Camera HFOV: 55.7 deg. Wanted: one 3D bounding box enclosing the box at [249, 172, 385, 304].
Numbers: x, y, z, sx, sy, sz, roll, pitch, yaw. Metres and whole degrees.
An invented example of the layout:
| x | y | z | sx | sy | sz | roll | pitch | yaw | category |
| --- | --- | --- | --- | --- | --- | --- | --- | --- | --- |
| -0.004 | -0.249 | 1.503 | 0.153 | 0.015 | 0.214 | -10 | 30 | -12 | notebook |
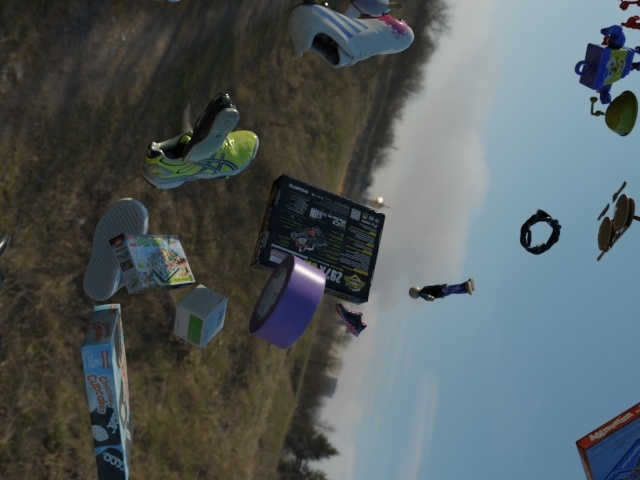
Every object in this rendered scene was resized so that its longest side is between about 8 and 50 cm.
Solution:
| x | y | z | sx | sy | sz | roll | pitch | yaw | category |
| --- | --- | --- | --- | --- | --- | --- | --- | --- | --- |
| 0.000 | 0.000 | 1.602 | 0.079 | 0.322 | 0.257 | -25 | -131 | 64 | box |

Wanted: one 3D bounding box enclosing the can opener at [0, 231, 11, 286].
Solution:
| x | y | z | sx | sy | sz | roll | pitch | yaw | category |
| --- | --- | --- | --- | --- | --- | --- | --- | --- | --- |
| -0.706 | 0.041 | 1.291 | 0.186 | 0.059 | 0.073 | -112 | -177 | -54 | can opener |

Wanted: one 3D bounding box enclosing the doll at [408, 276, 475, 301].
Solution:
| x | y | z | sx | sy | sz | roll | pitch | yaw | category |
| --- | --- | --- | --- | --- | --- | --- | --- | --- | --- |
| 0.346 | 0.144 | 1.748 | 0.129 | 0.189 | 0.046 | -31 | 108 | -62 | doll |

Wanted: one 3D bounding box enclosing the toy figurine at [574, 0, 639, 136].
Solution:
| x | y | z | sx | sy | sz | roll | pitch | yaw | category |
| --- | --- | --- | --- | --- | --- | --- | --- | --- | --- |
| 0.738 | -0.448 | 1.605 | 0.191 | 0.217 | 0.363 | -129 | -149 | -48 | toy figurine |

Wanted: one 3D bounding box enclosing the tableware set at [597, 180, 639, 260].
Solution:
| x | y | z | sx | sy | sz | roll | pitch | yaw | category |
| --- | --- | --- | --- | --- | --- | --- | --- | --- | --- |
| 0.702 | -0.039 | 1.428 | 0.194 | 0.039 | 0.128 | 79 | 21 | -65 | tableware set |

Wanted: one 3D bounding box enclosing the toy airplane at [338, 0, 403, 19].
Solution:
| x | y | z | sx | sy | sz | roll | pitch | yaw | category |
| --- | --- | --- | --- | --- | --- | --- | --- | --- | --- |
| 0.192 | -0.759 | 1.528 | 0.384 | 0.272 | 0.386 | -54 | 178 | -19 | toy airplane |

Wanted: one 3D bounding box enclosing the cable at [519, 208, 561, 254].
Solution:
| x | y | z | sx | sy | sz | roll | pitch | yaw | category |
| --- | --- | --- | --- | --- | --- | --- | --- | --- | --- |
| 0.778 | -0.019 | 2.134 | 0.047 | 0.184 | 0.151 | 26 | -94 | 56 | cable |

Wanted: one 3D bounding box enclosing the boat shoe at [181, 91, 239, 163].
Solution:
| x | y | z | sx | sy | sz | roll | pitch | yaw | category |
| --- | --- | --- | --- | --- | --- | --- | --- | --- | --- |
| -0.294 | -0.285 | 1.580 | 0.084 | 0.079 | 0.233 | -7 | 152 | -48 | boat shoe |

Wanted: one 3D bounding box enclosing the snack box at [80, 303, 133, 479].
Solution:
| x | y | z | sx | sy | sz | roll | pitch | yaw | category |
| --- | --- | --- | --- | --- | --- | --- | --- | --- | --- |
| -0.435 | 0.316 | 1.254 | 0.187 | 0.060 | 0.322 | -125 | -147 | -67 | snack box |

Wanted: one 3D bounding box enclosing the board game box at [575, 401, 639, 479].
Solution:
| x | y | z | sx | sy | sz | roll | pitch | yaw | category |
| --- | --- | --- | --- | --- | --- | --- | --- | --- | --- |
| 0.553 | 0.317 | 0.988 | 0.145 | 0.281 | 0.027 | 66 | -9 | -20 | board game box |

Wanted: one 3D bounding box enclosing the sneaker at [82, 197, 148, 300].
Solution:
| x | y | z | sx | sy | sz | roll | pitch | yaw | category |
| --- | --- | --- | --- | --- | --- | --- | --- | --- | --- |
| -0.538 | 0.008 | 1.632 | 0.321 | 0.126 | 0.127 | -57 | 180 | 24 | sneaker |

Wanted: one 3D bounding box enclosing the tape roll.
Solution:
| x | y | z | sx | sy | sz | roll | pitch | yaw | category |
| --- | --- | --- | --- | --- | --- | --- | --- | --- | --- |
| -0.072 | 0.130 | 1.291 | 0.189 | 0.080 | 0.189 | -55 | -164 | 23 | tape roll |

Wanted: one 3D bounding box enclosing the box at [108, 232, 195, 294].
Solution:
| x | y | z | sx | sy | sz | roll | pitch | yaw | category |
| --- | --- | --- | --- | --- | --- | --- | --- | --- | --- |
| -0.335 | 0.045 | 1.226 | 0.114 | 0.036 | 0.207 | 67 | 14 | 6 | box |

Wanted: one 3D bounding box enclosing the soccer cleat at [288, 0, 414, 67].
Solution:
| x | y | z | sx | sy | sz | roll | pitch | yaw | category |
| --- | --- | --- | --- | --- | --- | --- | --- | --- | --- |
| 0.076 | -0.458 | 1.418 | 0.116 | 0.331 | 0.143 | -32 | -119 | 59 | soccer cleat |

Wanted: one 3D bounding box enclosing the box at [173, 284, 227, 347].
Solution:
| x | y | z | sx | sy | sz | roll | pitch | yaw | category |
| --- | --- | --- | --- | --- | --- | --- | --- | --- | --- |
| -0.295 | 0.185 | 1.490 | 0.102 | 0.087 | 0.101 | -46 | 156 | -53 | box |

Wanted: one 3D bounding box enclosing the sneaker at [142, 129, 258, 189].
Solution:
| x | y | z | sx | sy | sz | roll | pitch | yaw | category |
| --- | --- | --- | --- | --- | --- | --- | --- | --- | --- |
| -0.363 | -0.272 | 1.897 | 0.384 | 0.145 | 0.147 | -23 | 156 | -25 | sneaker |

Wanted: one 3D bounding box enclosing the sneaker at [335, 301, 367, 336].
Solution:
| x | y | z | sx | sy | sz | roll | pitch | yaw | category |
| --- | --- | --- | --- | --- | --- | --- | --- | --- | --- |
| 0.087 | 0.209 | 1.674 | 0.057 | 0.119 | 0.047 | -36 | -158 | -2 | sneaker |
